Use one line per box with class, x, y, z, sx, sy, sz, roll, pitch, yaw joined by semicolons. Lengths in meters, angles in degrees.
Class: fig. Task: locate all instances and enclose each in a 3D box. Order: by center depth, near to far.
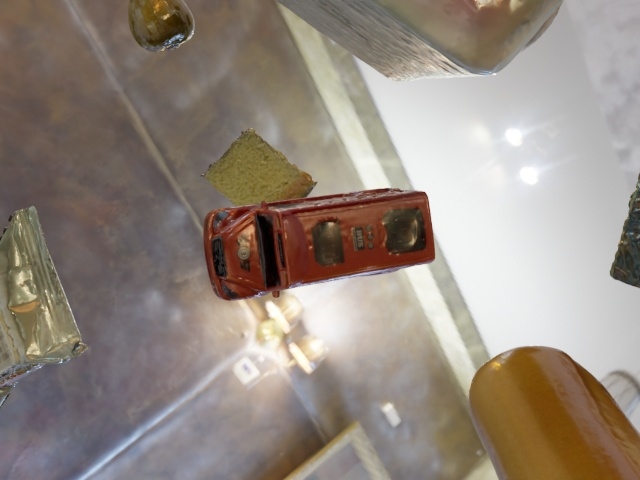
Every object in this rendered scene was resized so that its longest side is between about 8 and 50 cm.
fig;-0.192;-0.265;0.894;0.088;0.074;0.074;62;-22;-9

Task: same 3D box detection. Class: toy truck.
toy truck;0.000;0.000;0.870;0.114;0.253;0.107;-178;-100;-66

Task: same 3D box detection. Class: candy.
candy;0.065;-0.239;0.650;0.208;0.145;0.358;31;6;-11

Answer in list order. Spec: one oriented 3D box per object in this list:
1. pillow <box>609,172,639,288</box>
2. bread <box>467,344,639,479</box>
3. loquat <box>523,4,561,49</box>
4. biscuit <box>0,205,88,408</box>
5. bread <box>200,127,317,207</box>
pillow;0.490;-0.044;0.965;0.189;0.255;0.034;15;0;30
bread;0.138;0.127;0.383;0.092;0.074;0.239;19;17;-9
loquat;0.232;-0.394;1.128;0.263;0.263;0.263;43;-23;24
biscuit;-0.378;0.094;0.902;0.309;0.079;0.186;-31;-104;48
bread;-0.082;-0.103;1.174;0.147;0.127;0.152;43;-43;-11
